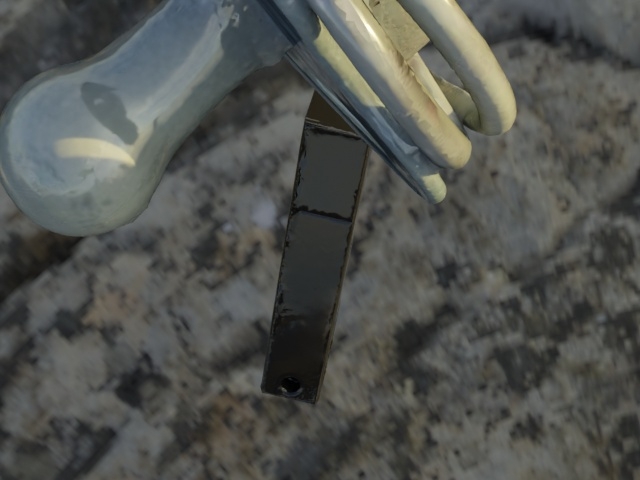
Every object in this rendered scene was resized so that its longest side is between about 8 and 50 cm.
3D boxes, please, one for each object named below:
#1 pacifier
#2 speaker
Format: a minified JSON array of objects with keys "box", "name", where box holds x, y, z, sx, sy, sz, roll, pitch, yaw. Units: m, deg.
[{"box":[-0.058,-0.086,0.948,0.233,0.299,0.244,-39,43,4],"name":"pacifier"},{"box":[0.000,0.000,1.290,0.044,0.218,0.082,12,33,2],"name":"speaker"}]
